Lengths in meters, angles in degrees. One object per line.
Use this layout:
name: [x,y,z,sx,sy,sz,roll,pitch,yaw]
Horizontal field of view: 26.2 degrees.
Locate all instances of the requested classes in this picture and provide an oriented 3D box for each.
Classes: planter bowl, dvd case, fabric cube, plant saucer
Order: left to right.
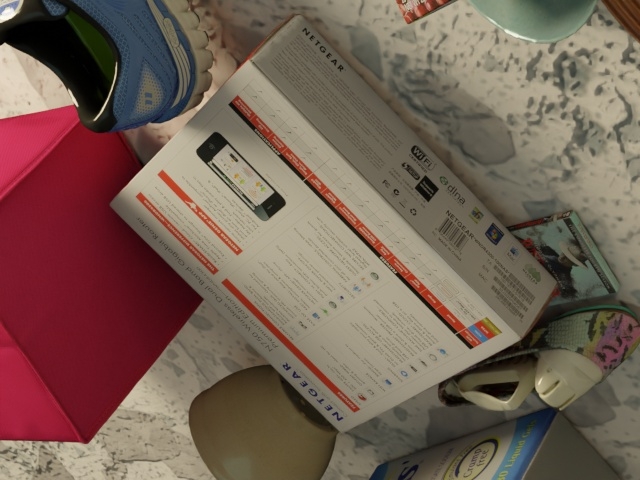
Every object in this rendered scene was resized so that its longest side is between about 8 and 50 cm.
fabric cube: [-0.321,0.035,1.423,0.258,0.254,0.259,-5,124,39]
planter bowl: [-0.045,0.197,1.467,0.162,0.162,0.109,44,113,-8]
plant saucer: [0.143,-0.236,0.968,0.195,0.037,0.195,45,152,33]
dvd case: [0.195,0.021,1.221,0.119,0.013,0.087,-15,117,43]

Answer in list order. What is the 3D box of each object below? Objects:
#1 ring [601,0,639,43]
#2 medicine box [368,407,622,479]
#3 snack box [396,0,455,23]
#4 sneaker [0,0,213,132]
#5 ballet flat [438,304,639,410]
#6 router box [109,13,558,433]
ring: [0.318,-0.228,0.888,0.336,0.032,0.336,21,137,21]
medicine box: [0.131,0.335,1.368,0.149,0.263,0.289,49,138,-12]
snack box: [0.091,-0.258,0.916,0.174,0.070,0.207,64,155,-6]
sneaker: [-0.220,-0.240,1.158,0.130,0.147,0.330,-23,98,45]
ballet flat: [0.196,0.120,1.262,0.221,0.079,0.077,-19,125,44]
router box: [0.000,0.000,1.278,0.335,0.082,0.301,46,141,-7]
